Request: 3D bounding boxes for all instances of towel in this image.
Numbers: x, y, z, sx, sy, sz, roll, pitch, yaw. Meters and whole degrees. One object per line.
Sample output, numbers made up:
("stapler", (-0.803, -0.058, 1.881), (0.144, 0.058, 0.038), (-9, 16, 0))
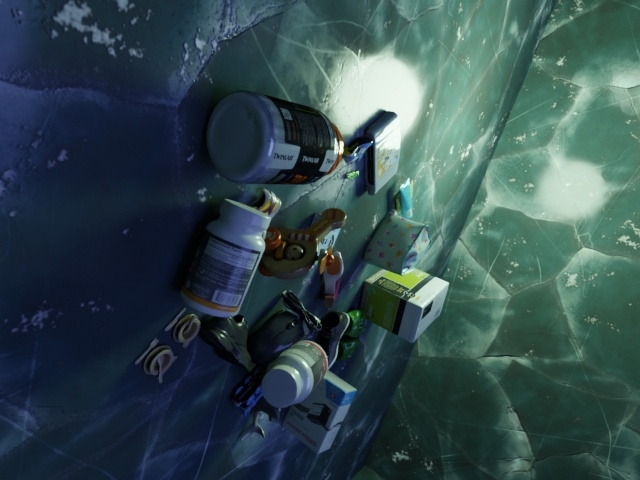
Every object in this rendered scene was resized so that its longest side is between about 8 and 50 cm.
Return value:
("towel", (0.406, -0.214, 2.124), (0.148, 0.027, 0.110), (-49, 148, -27))

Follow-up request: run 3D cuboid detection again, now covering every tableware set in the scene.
("tableware set", (-0.396, 0.288, 1.196), (0.194, 0.039, 0.128), (-51, 148, -23))

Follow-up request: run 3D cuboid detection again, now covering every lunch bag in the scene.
("lunch bag", (0.349, 0.031, 2.020), (0.262, 0.223, 0.160), (-54, 142, -18))

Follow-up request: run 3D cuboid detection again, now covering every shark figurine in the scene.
("shark figurine", (-0.252, 0.652, 1.685), (0.116, 0.166, 0.278), (3, 140, -31))

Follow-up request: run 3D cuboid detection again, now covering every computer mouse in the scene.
("computer mouse", (-0.142, 0.312, 1.513), (0.272, 0.188, 0.072), (-39, 171, -21))

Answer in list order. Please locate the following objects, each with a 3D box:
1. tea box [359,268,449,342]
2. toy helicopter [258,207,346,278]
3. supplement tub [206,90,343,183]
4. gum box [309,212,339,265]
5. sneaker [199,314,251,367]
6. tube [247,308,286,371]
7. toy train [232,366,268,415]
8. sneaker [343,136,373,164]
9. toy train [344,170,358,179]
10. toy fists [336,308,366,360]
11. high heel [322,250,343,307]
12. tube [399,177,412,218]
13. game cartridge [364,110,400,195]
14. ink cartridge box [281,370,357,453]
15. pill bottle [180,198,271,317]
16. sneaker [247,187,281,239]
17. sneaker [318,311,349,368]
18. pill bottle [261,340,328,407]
("tea box", (0.422, 0.297, 2.242), (0.329, 0.323, 0.220), (-24, 131, -48))
("toy helicopter", (-0.025, 0.002, 1.377), (0.355, 0.235, 0.140), (-40, 143, -37))
("supplement tub", (-0.096, -0.243, 1.100), (0.338, 0.207, 0.207), (-10, 120, -55))
("gum box", (0.000, 0.000, 1.615), (0.157, 0.041, 0.184), (14, 101, -61))
("sneaker", (-0.266, 0.304, 1.365), (0.286, 0.109, 0.130), (78, 33, -54))
("tube", (-0.193, 0.355, 1.569), (0.240, 0.070, 0.062), (-51, -167, -17))
("toy train", (-0.244, 0.545, 1.612), (0.184, 0.080, 0.105), (-43, 153, -38))
("sneaker", (0.132, -0.322, 1.571), (0.144, 0.053, 0.059), (-37, 141, -26))
("toy train", (0.117, -0.245, 1.641), (0.083, 0.017, 0.024), (-25, 122, -49))
("toy fists", (0.148, 0.467, 2.165), (0.142, 0.096, 0.279), (-11, 120, -57))
("high heel", (0.052, 0.150, 1.810), (0.117, 0.082, 0.244), (-77, 169, -76))
("tube", (0.400, -0.189, 2.058), (0.080, 0.052, 0.207), (-52, 145, -31))
("game cartridge", (0.248, -0.347, 1.739), (0.198, 0.062, 0.297), (-41, 144, -29))
("ink cartridge box", (-0.008, 0.766, 2.011), (0.129, 0.223, 0.307), (21, 94, -60))
("pill bottle", (-0.239, 0.044, 1.138), (0.162, 0.162, 0.278), (15, 98, -61))
("sneaker", (-0.187, -0.059, 1.250), (0.084, 0.069, 0.185), (38, 73, -52))
("sneaker", (0.025, 0.441, 1.946), (0.296, 0.104, 0.147), (-65, 150, -11))
("pill bottle", (-0.094, 0.480, 1.583), (0.176, 0.176, 0.318), (-68, 166, 7))
